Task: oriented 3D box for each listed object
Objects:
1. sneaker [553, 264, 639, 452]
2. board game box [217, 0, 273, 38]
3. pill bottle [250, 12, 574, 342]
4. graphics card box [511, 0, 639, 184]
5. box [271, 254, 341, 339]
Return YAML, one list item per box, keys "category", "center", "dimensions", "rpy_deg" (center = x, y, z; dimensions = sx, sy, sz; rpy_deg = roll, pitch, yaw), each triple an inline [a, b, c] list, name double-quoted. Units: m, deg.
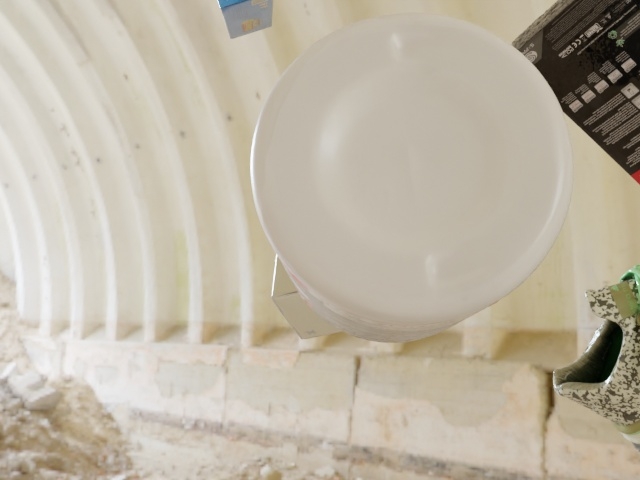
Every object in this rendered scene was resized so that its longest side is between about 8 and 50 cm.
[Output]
- category: "sneaker"
  center: [0.419, 0.078, 0.889]
  dimensions: [0.182, 0.410, 0.158]
  rpy_deg: [17, 24, -9]
- category: "board game box"
  center: [-0.163, -0.511, 1.219]
  dimensions: [0.086, 0.302, 0.308]
  rpy_deg: [-18, 7, -2]
- category: "pill bottle"
  center: [0.049, -0.014, 0.494]
  dimensions: [0.161, 0.161, 0.283]
  rpy_deg: [2, -11, 2]
- category: "graphics card box"
  center: [0.545, -0.290, 1.315]
  dimensions: [0.371, 0.094, 0.233]
  rpy_deg: [38, -49, -12]
- category: "box"
  center: [0.000, 0.000, 1.100]
  dimensions: [0.094, 0.275, 0.113]
  rpy_deg: [-14, -44, 18]
